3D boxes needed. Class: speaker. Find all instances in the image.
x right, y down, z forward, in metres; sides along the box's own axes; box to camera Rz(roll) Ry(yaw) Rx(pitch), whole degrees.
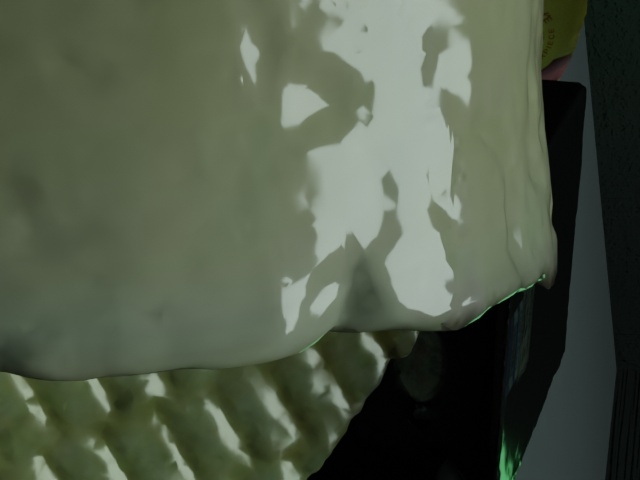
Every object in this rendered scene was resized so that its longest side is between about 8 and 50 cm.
[{"bbox_3d":[0.004,0.012,0.914,0.254,0.232,0.184,-48,141,-65],"label":"speaker"}]

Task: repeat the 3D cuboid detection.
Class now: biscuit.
[{"bbox_3d":[-0.088,0.077,0.709,0.187,0.036,0.273,44,81,-27],"label":"biscuit"}]

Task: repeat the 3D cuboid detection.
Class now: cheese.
[{"bbox_3d":[-0.077,-0.068,0.537,0.332,0.292,0.153,-70,158,-80],"label":"cheese"}]

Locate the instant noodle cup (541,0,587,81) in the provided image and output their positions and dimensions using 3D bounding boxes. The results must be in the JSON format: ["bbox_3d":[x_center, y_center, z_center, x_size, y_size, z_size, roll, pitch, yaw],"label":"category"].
[{"bbox_3d":[0.062,-0.217,1.180,0.255,0.244,0.244,-81,164,-54],"label":"instant noodle cup"}]
